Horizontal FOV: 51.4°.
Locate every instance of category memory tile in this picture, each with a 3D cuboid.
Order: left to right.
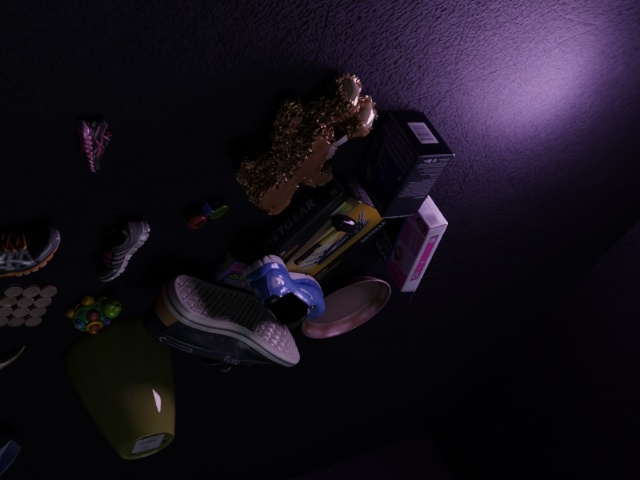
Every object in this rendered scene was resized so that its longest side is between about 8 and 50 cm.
[{"bbox_3d":[-0.659,0.144,1.475,0.113,0.012,0.148,4,137,-42],"label":"memory tile"}]

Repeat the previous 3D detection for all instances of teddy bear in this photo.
[{"bbox_3d":[-0.030,-0.209,1.393,0.338,0.113,0.245,-50,151,18],"label":"teddy bear"}]

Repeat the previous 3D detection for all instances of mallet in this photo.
[{"bbox_3d":[0.000,0.000,1.616,0.190,0.039,0.062,-35,147,18],"label":"mallet"}]

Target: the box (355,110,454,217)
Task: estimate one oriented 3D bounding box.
[{"bbox_3d":[0.191,-0.175,1.551,0.108,0.153,0.207,-7,142,-32],"label":"box"}]

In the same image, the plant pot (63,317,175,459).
[{"bbox_3d":[-0.487,0.396,1.710,0.275,0.293,0.274,-20,148,-13],"label":"plant pot"}]

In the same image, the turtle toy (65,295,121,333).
[{"bbox_3d":[-0.528,0.174,1.571,0.130,0.066,0.095,-34,149,9],"label":"turtle toy"}]

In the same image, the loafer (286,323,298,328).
[{"bbox_3d":[-0.136,0.227,1.900,0.148,0.050,0.056,-1,138,-14],"label":"loafer"}]

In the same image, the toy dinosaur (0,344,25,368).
[{"bbox_3d":[-0.790,0.312,1.578,0.183,0.053,0.092,-13,144,-24],"label":"toy dinosaur"}]

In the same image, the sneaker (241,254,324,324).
[{"bbox_3d":[-0.079,0.157,1.674,0.130,0.147,0.330,-31,151,15],"label":"sneaker"}]

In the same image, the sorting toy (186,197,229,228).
[{"bbox_3d":[-0.255,-0.067,1.471,0.102,0.042,0.061,-29,167,-22],"label":"sorting toy"}]

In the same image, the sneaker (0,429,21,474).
[{"bbox_3d":[-0.996,0.615,1.795,0.315,0.182,0.127,-46,162,-31],"label":"sneaker"}]

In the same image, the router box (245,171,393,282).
[{"bbox_3d":[-0.001,-0.018,1.698,0.309,0.081,0.243,-42,146,21],"label":"router box"}]

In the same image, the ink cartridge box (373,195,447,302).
[{"bbox_3d":[0.231,0.010,1.832,0.069,0.175,0.371,-16,147,-20],"label":"ink cartridge box"}]

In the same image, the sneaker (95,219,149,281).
[{"bbox_3d":[-0.440,0.017,1.418,0.170,0.063,0.075,-46,145,19],"label":"sneaker"}]

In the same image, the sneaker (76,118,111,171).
[{"bbox_3d":[-0.400,-0.172,1.194,0.057,0.047,0.119,-26,152,-28],"label":"sneaker"}]

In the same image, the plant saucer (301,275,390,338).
[{"bbox_3d":[0.075,0.206,2.120,0.311,0.050,0.310,-21,148,-14],"label":"plant saucer"}]

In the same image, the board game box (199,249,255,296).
[{"bbox_3d":[-0.185,0.135,1.812,0.208,0.056,0.347,-38,148,23],"label":"board game box"}]

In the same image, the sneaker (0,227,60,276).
[{"bbox_3d":[-0.608,0.022,1.272,0.215,0.084,0.083,-22,144,-9],"label":"sneaker"}]

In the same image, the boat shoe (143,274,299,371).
[{"bbox_3d":[-0.238,0.231,1.698,0.156,0.186,0.500,-39,142,19],"label":"boat shoe"}]
